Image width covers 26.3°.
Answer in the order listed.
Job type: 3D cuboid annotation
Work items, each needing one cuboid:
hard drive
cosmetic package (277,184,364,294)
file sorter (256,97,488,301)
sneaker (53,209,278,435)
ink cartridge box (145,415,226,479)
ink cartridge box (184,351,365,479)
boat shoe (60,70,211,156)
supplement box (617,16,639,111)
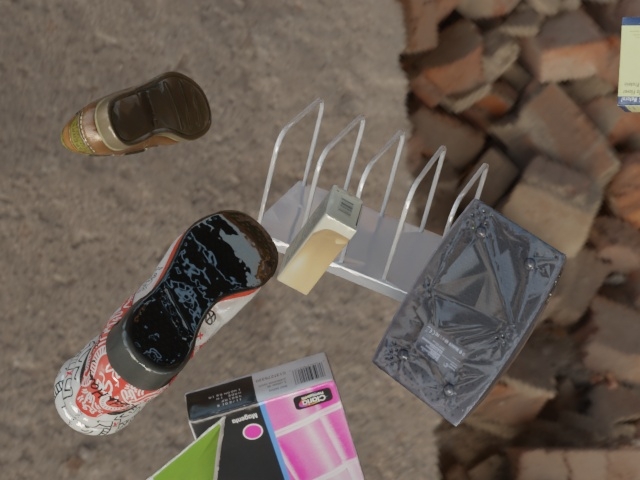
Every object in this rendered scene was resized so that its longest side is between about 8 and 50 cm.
[{"bbox_3d":[0.194,0.093,1.746,0.172,0.054,0.254,36,97,34],"label":"hard drive"},{"bbox_3d":[0.000,0.000,1.519,0.041,0.115,0.060,29,39,-10],"label":"cosmetic package"},{"bbox_3d":[0.075,-0.058,1.913,0.278,0.173,0.193,22,30,12],"label":"file sorter"},{"bbox_3d":[-0.146,0.074,1.261,0.090,0.145,0.270,45,34,-5],"label":"sneaker"},{"bbox_3d":[-0.181,0.185,0.757,0.255,0.188,0.097,-37,66,-29],"label":"ink cartridge box"},{"bbox_3d":[-0.030,0.313,1.673,0.176,0.371,0.069,-17,35,-1],"label":"ink cartridge box"},{"bbox_3d":[-0.277,-0.188,2.068,0.307,0.104,0.110,-16,91,-63],"label":"boat shoe"},{"bbox_3d":[0.324,-0.163,1.278,0.083,0.056,0.083,3,90,20],"label":"supplement box"}]
